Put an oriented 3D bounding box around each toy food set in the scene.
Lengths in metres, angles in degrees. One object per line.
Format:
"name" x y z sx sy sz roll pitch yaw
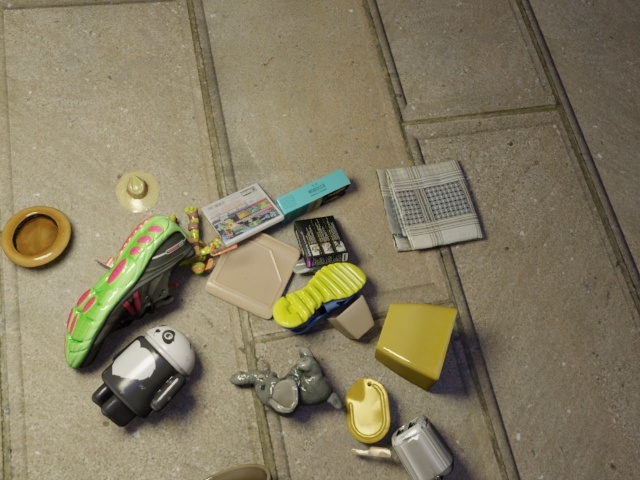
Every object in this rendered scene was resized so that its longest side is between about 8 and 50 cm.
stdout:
"toy food set" 0.144 0.512 1.581 0.128 0.071 0.218 -9 67 15

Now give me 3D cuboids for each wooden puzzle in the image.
"wooden puzzle" -0.205 0.094 1.679 0.220 0.044 0.239 25 73 -1

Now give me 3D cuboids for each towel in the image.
"towel" 0.365 -0.125 1.847 0.323 0.056 0.313 -9 73 -12

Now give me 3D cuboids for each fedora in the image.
"fedora" -0.814 -0.004 1.582 0.194 0.079 0.195 5 64 -10

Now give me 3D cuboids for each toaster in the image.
"toaster" 0.277 0.575 1.498 0.129 0.227 0.147 -35 77 7

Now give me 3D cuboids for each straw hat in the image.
"straw hat" -0.568 -0.165 1.692 0.144 0.061 0.145 3 71 -8

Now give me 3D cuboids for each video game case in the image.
"video game case" -0.243 -0.082 1.703 0.201 0.023 0.183 -27 52 -18

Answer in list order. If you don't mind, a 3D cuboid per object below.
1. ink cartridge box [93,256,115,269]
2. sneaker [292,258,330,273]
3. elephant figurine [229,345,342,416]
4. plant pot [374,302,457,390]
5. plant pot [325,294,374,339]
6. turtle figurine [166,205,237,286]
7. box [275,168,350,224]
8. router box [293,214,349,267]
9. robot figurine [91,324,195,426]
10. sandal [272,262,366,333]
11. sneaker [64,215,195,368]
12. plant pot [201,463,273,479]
"ink cartridge box" -0.600 0.075 1.600 0.115 0.063 0.029 28 70 1
"sneaker" -0.013 0.080 1.699 0.152 0.061 0.054 -18 42 -19
"elephant figurine" -0.100 0.422 1.537 0.239 0.186 0.170 -31 122 -8
"plant pot" 0.270 0.295 1.611 0.187 0.212 0.212 18 68 10
"plant pot" 0.098 0.238 1.648 0.109 0.109 0.096 -39 93 -20
"turtle figurine" -0.375 0.011 1.640 0.269 0.087 0.218 -27 69 15
"box" -0.028 -0.141 1.759 0.244 0.100 0.060 -26 78 -17
"router box" 0.000 0.000 1.702 0.133 0.046 0.179 -8 43 -13
"robot figurine" -0.467 0.355 1.465 0.209 0.173 0.278 44 70 4
"sandal" -0.002 0.177 1.637 0.317 0.138 0.126 -26 60 -19
"sneaker" -0.518 0.165 1.499 0.483 0.185 0.202 -52 126 -2
"plant pot" -0.219 0.755 1.324 0.323 0.323 0.281 -23 93 -17
